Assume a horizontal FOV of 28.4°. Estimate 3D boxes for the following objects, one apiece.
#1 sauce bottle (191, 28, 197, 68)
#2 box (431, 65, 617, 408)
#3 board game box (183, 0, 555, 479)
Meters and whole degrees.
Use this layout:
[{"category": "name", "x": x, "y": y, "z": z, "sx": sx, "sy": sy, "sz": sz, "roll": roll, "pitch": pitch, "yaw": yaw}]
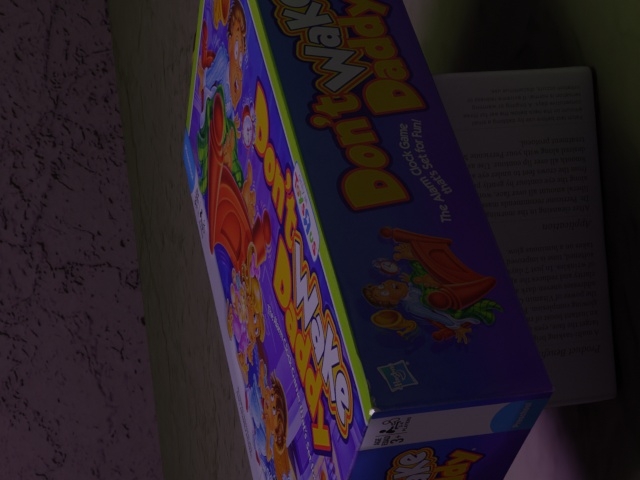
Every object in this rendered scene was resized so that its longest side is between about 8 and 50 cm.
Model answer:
[{"category": "sauce bottle", "x": -0.057, "y": -0.129, "z": 1.125, "sx": 0.111, "sy": 0.111, "sz": 0.344, "roll": 124, "pitch": 138, "yaw": -67}, {"category": "box", "x": 0.085, "y": 0.000, "z": 0.684, "sx": 0.130, "sy": 0.091, "sz": 0.170, "roll": 180, "pitch": 85, "yaw": -74}, {"category": "board game box", "x": 0.000, "y": 0.000, "z": 0.671, "sx": 0.233, "sy": 0.078, "sz": 0.347, "roll": 104, "pitch": 156, "yaw": -49}]
